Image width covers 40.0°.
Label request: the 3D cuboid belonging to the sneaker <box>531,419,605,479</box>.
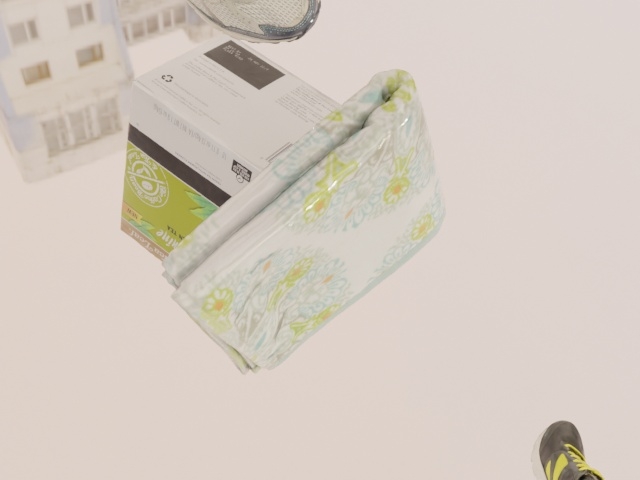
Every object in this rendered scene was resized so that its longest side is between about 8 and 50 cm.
[{"bbox_3d":[0.124,0.117,0.423,0.031,0.035,0.083,31,-143,-10],"label":"sneaker"}]

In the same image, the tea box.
[{"bbox_3d":[-0.117,-0.086,1.383,0.329,0.324,0.220,35,-132,18],"label":"tea box"}]

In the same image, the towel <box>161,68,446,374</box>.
[{"bbox_3d":[0.000,0.000,1.101,0.374,0.320,0.090,-42,-115,-7],"label":"towel"}]

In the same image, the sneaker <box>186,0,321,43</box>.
[{"bbox_3d":[-0.130,-0.289,0.878,0.283,0.122,0.110,32,-78,-2],"label":"sneaker"}]
